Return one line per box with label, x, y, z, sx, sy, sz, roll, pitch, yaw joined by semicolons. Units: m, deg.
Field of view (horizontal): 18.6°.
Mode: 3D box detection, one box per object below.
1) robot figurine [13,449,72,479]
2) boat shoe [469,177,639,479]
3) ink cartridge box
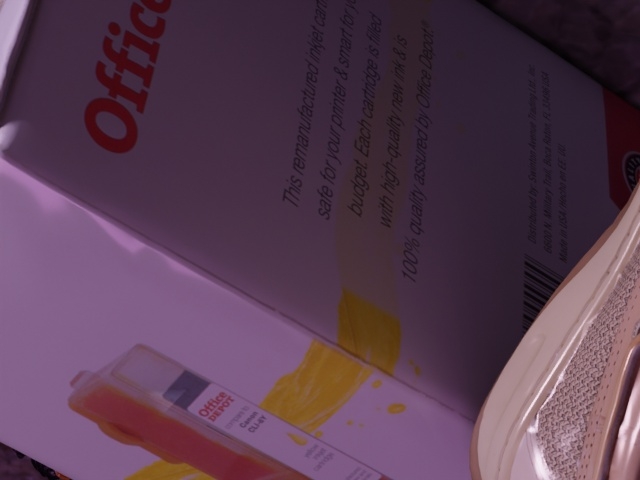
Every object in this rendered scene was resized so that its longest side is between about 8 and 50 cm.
robot figurine;-0.092;0.157;1.190;0.211;0.085;0.291;-1;133;6
boat shoe;0.183;-0.013;0.721;0.121;0.110;0.341;22;100;-28
ink cartridge box;0.000;0.000;0.906;0.384;0.279;0.160;31;130;-21
